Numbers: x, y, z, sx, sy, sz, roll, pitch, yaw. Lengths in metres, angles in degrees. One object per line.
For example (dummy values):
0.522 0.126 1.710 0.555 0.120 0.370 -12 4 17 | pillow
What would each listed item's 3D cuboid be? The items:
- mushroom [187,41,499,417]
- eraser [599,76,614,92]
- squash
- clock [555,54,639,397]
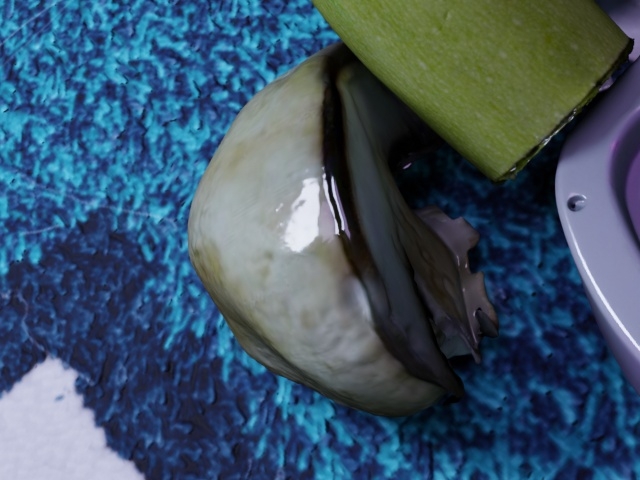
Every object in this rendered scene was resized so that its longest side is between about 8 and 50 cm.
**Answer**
-0.004 -0.001 0.861 0.164 0.189 0.267 -26 54 26 | mushroom
0.187 -0.141 0.960 0.027 0.019 0.099 -22 55 11 | eraser
0.070 -0.163 0.843 0.247 0.132 0.132 44 83 -4 | squash
0.310 -0.014 0.775 0.338 0.102 0.338 -11 57 18 | clock
